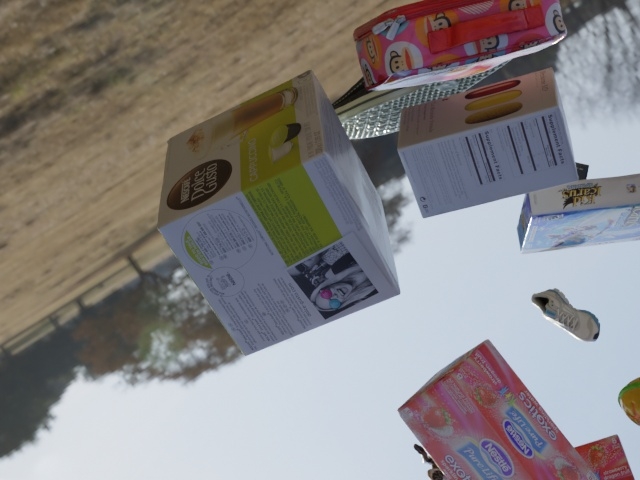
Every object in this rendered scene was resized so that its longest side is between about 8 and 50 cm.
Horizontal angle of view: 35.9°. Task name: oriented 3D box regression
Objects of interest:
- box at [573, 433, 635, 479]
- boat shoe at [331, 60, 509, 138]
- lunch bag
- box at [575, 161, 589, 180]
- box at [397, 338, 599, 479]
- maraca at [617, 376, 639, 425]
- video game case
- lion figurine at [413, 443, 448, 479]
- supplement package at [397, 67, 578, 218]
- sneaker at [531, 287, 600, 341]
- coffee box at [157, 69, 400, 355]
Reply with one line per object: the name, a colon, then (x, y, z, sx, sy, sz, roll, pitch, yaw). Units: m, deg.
box: (0.508, 0.498, 2.032, 0.257, 0.128, 0.122, -19, 162, 8)
boat shoe: (0.198, -0.368, 2.145, 0.500, 0.156, 0.187, -30, 156, 33)
lunch bag: (0.209, -0.307, 1.479, 0.293, 0.120, 0.258, -15, -174, -10)
box: (0.427, -0.154, 2.073, 0.233, 0.059, 0.183, 13, -178, 3)
box: (0.290, 0.337, 1.622, 0.142, 0.300, 0.154, -42, 172, 39)
maraca: (0.639, 0.302, 1.806, 0.127, 0.186, 0.099, 87, 18, -52)
video game case: (0.486, -0.046, 1.775, 0.244, 0.061, 0.269, -8, 165, 6)
lion figurine: (0.381, 0.522, 2.306, 0.240, 0.392, 0.142, 131, -24, -79)
supplement package: (0.256, -0.149, 1.517, 0.244, 0.134, 0.139, -14, -149, 16)
sneaker: (0.554, 0.175, 2.262, 0.083, 0.071, 0.191, 2, -156, -36)
coffee box: (-0.081, -0.053, 1.890, 0.334, 0.338, 0.337, -23, -147, 11)
